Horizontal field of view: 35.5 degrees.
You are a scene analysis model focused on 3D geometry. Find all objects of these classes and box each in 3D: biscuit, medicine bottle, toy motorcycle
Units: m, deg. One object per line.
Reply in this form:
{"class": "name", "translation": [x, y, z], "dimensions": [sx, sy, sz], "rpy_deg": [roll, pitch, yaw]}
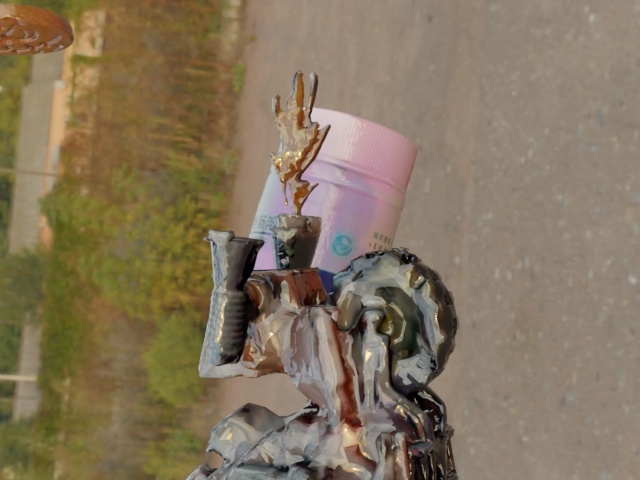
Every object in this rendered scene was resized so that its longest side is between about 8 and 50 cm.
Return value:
{"class": "biscuit", "translation": [-0.194, -0.123, 0.587], "dimensions": [0.078, 0.091, 0.015], "rpy_deg": [29, -120, -78]}
{"class": "medicine bottle", "translation": [0.000, 0.000, 1.067], "dimensions": [0.152, 0.152, 0.254], "rpy_deg": [171, 116, -76]}
{"class": "toy motorcycle", "translation": [-0.011, 0.090, 0.617], "dimensions": [0.134, 0.207, 0.401], "rpy_deg": [-8, -84, -64]}
